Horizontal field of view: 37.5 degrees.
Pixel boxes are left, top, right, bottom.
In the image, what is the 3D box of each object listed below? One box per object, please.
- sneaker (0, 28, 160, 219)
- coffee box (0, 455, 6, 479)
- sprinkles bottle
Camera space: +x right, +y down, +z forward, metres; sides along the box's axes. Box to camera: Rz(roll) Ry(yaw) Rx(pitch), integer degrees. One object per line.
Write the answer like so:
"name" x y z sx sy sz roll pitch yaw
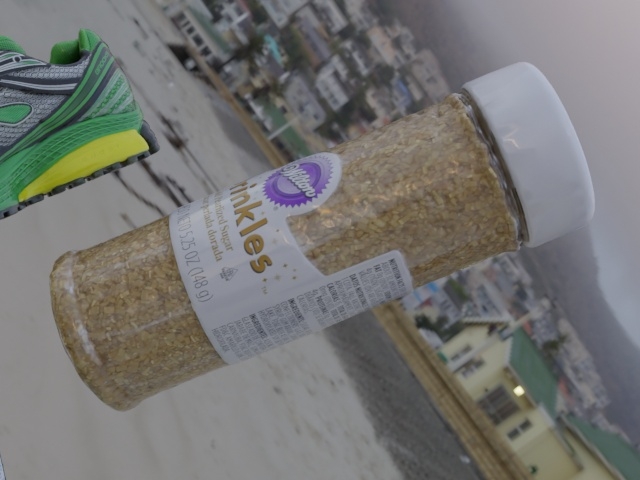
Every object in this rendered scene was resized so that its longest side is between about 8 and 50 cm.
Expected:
"sneaker" -0.302 -0.085 0.799 0.343 0.134 0.146 -33 106 -47
"coffee box" -0.309 0.114 0.708 0.040 0.113 0.184 -56 138 -73
"sprinkles bottle" 0.000 0.000 0.647 0.121 0.355 0.121 -23 90 -87
